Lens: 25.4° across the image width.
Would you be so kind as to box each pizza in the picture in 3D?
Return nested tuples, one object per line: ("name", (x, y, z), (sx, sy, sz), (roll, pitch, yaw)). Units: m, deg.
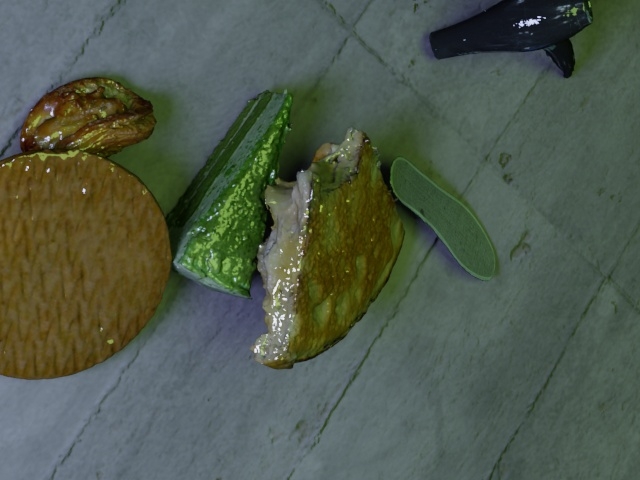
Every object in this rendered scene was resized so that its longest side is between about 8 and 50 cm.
("pizza", (0.000, 0.000, 1.556), (0.323, 0.089, 0.223), (-44, 132, -53))

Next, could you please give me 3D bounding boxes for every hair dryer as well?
("hair dryer", (0.260, -0.235, 1.748), (0.219, 0.196, 0.075), (29, 53, -59))

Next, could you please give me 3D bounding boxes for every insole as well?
("insole", (0.152, -0.027, 1.722), (0.232, 0.003, 0.080), (42, 51, -37))

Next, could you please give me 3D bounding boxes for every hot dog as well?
("hot dog", (-0.240, -0.118, 1.476), (0.147, 0.099, 0.065), (-28, 143, -23))

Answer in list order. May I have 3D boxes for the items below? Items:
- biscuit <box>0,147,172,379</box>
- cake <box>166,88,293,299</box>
("biscuit", (-0.278, 0.023, 1.447), (0.262, 0.037, 0.262), (-9, 118, -18))
("cake", (-0.105, -0.063, 1.545), (0.099, 0.100, 0.235), (17, 85, -30))
